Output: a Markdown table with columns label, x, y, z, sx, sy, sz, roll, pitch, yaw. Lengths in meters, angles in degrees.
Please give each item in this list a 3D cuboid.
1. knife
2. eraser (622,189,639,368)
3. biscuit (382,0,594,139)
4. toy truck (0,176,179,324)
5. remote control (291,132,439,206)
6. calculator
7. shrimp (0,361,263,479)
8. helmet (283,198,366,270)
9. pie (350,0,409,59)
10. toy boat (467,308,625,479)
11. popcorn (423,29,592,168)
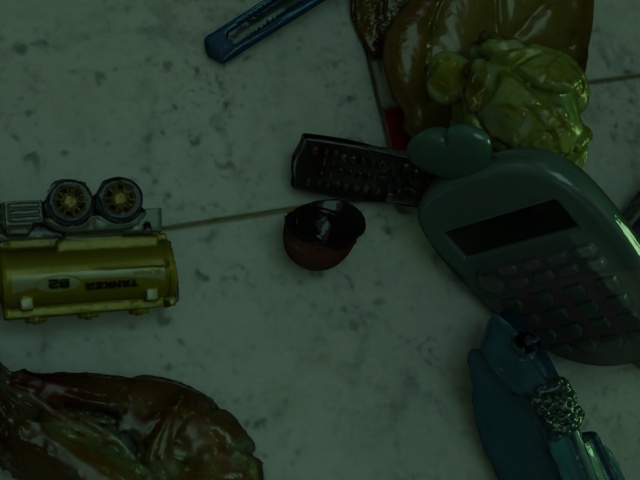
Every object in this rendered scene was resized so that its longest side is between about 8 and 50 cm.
| label | x | y | z | sx | sy | sz | roll | pitch | yaw |
| --- | --- | --- | --- | --- | --- | --- | --- | --- | --- |
| knife | 0.017 | -0.252 | 1.087 | 0.296 | 0.026 | 0.044 | -35 | 89 | -11 |
| eraser | 0.346 | 0.013 | 1.117 | 0.124 | 0.068 | 0.210 | 43 | 71 | -6 |
| biscuit | 0.174 | -0.187 | 1.107 | 0.203 | 0.041 | 0.260 | 45 | 78 | -11 |
| toy truck | -0.232 | 0.012 | 0.941 | 0.227 | 0.098 | 0.114 | -4 | 85 | -18 |
| remote control | 0.076 | -0.059 | 1.070 | 0.212 | 0.028 | 0.059 | 9 | 114 | -14 |
| calculator | 0.190 | 0.005 | 1.005 | 0.299 | 0.185 | 0.041 | 47 | 53 | -19 |
| shrimp | -0.178 | 0.165 | 0.947 | 0.294 | 0.062 | 0.154 | 31 | 60 | -10 |
| helmet | 0.001 | 0.001 | 1.034 | 0.065 | 0.049 | 0.084 | 36 | 39 | 30 |
| pie | 0.091 | -0.260 | 1.125 | 0.170 | 0.034 | 0.092 | -36 | 91 | -14 |
| toy boat | 0.208 | 0.174 | 1.032 | 0.098 | 0.109 | 0.238 | -23 | 88 | -39 |
| popcorn | 0.175 | -0.112 | 1.020 | 0.162 | 0.141 | 0.135 | 8 | 111 | -29 |
